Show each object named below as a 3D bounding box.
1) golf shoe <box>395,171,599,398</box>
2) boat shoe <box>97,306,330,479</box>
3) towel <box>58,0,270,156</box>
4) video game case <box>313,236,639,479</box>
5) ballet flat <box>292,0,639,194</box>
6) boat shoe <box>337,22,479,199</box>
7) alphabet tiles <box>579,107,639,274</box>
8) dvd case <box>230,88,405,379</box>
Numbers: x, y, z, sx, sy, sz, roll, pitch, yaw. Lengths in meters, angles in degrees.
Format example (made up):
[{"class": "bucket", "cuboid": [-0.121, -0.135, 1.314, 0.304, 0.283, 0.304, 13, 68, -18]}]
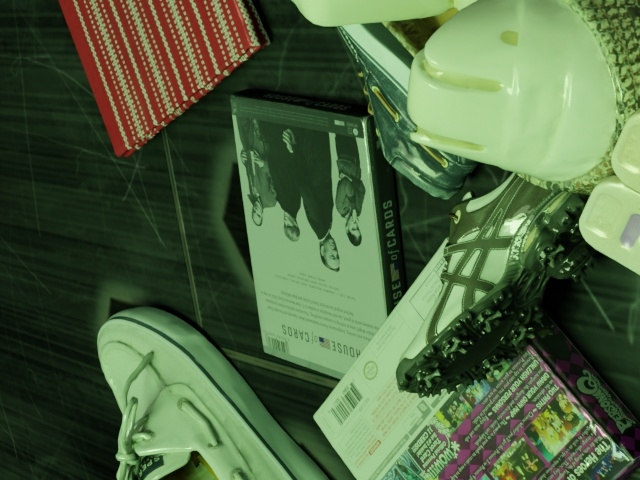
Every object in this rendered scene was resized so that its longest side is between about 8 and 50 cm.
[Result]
[{"class": "golf shoe", "cuboid": [0.115, 0.022, 1.031, 0.198, 0.077, 0.094, -48, 49, 13]}, {"class": "boat shoe", "cuboid": [-0.138, 0.207, 1.420, 0.367, 0.156, 0.136, 44, 137, 31]}, {"class": "towel", "cuboid": [-0.151, -0.208, 1.345, 0.275, 0.031, 0.199, -29, 81, 53]}, {"class": "video game case", "cuboid": [0.113, 0.143, 1.126, 0.210, 0.042, 0.232, 51, 132, 21]}, {"class": "ballet flat", "cuboid": [0.076, -0.155, 0.939, 0.483, 0.182, 0.164, 48, 141, 27]}, {"class": "boat shoe", "cuboid": [0.053, -0.115, 1.089, 0.183, 0.065, 0.083, 52, 140, 22]}, {"class": "alphabet tiles", "cuboid": [0.279, 0.013, 0.796, 0.278, 0.021, 0.284, 31, 139, 13]}, {"class": "dvd case", "cuboid": [0.000, 0.000, 1.247, 0.179, 0.029, 0.239, 15, 119, 49]}]
